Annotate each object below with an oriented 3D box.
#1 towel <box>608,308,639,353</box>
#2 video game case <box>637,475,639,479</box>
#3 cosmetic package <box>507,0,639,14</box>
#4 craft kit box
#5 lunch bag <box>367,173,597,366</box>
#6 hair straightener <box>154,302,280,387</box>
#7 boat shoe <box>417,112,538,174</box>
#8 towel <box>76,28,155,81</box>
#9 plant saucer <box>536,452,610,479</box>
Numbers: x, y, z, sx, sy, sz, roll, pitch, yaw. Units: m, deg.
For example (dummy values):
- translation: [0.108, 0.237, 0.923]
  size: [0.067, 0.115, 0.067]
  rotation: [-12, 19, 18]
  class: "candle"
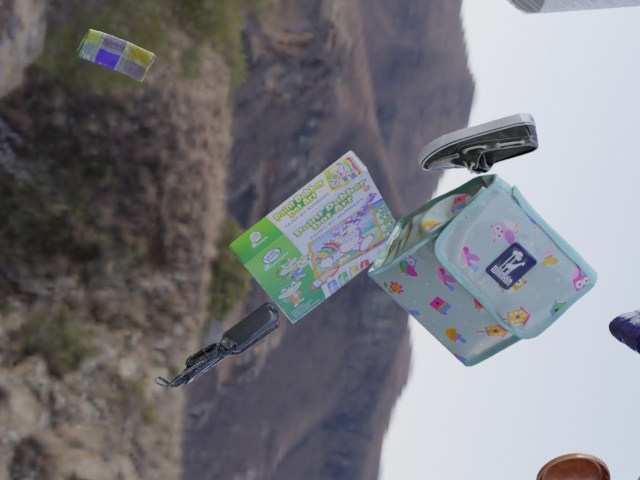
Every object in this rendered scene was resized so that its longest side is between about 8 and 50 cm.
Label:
- translation: [0.630, 0.142, 2.196]
  size: [0.308, 0.227, 0.076]
  rotation: [-9, 76, -85]
  class: "towel"
- translation: [0.374, 0.415, 1.398]
  size: [0.285, 0.204, 0.025]
  rotation: [-61, -175, 10]
  class: "video game case"
- translation: [0.396, -0.385, 1.705]
  size: [0.160, 0.309, 0.113]
  rotation: [14, 77, -62]
  class: "cosmetic package"
- translation: [0.000, 0.000, 2.097]
  size: [0.061, 0.250, 0.247]
  rotation: [50, -2, 35]
  class: "craft kit box"
- translation: [0.235, 0.035, 1.811]
  size: [0.262, 0.223, 0.160]
  rotation: [-32, -162, 48]
  class: "lunch bag"
- translation: [-0.167, 0.170, 2.063]
  size: [0.047, 0.230, 0.089]
  rotation: [58, -13, 16]
  class: "hair straightener"
- translation: [0.269, -0.153, 2.189]
  size: [0.077, 0.219, 0.070]
  rotation: [26, 50, -56]
  class: "boat shoe"
- translation: [-0.235, -0.213, 1.462]
  size: [0.060, 0.083, 0.009]
  rotation: [-39, -147, 56]
  class: "towel"
- translation: [0.284, 0.268, 1.432]
  size: [0.013, 0.083, 0.084]
  rotation: [-91, -170, -51]
  class: "plant saucer"
